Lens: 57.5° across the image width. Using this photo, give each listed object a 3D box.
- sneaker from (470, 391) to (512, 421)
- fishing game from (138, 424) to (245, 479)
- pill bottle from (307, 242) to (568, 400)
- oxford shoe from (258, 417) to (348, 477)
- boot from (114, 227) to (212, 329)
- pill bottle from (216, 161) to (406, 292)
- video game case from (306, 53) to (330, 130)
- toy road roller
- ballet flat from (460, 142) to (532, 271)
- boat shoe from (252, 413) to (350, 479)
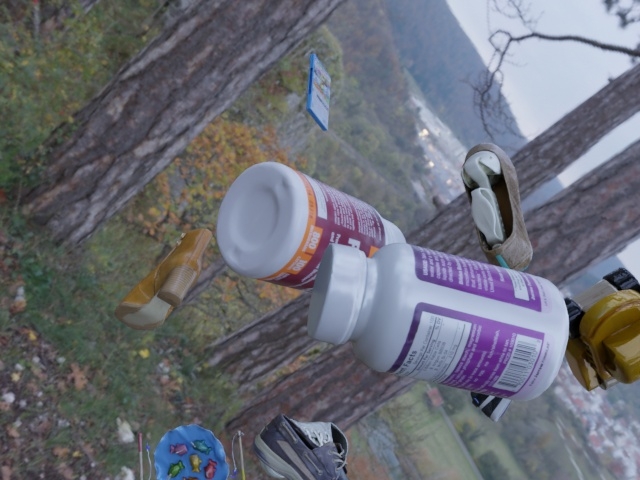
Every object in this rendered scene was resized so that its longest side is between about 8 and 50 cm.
[{"bbox_3d":[0.494,0.378,1.610,0.121,0.216,0.079,36,3,31],"label":"sneaker"},{"bbox_3d":[-0.304,0.523,1.348,0.041,0.264,0.189,-10,99,-81],"label":"fishing game"},{"bbox_3d":[0.142,0.098,0.757,0.302,0.169,0.169,14,31,-8],"label":"pill bottle"},{"bbox_3d":[-0.043,0.614,1.750,0.449,0.130,0.169,32,49,-58],"label":"oxford shoe"},{"bbox_3d":[-0.375,0.093,1.427,0.104,0.295,0.211,41,45,-23],"label":"boot"},{"bbox_3d":[0.000,0.000,1.209,0.392,0.224,0.224,19,39,-48],"label":"pill bottle"},{"bbox_3d":[-0.004,-0.395,1.559,0.119,0.015,0.166,39,51,-60],"label":"video game case"},{"bbox_3d":[0.706,0.251,1.363,0.329,0.203,0.240,58,4,-32],"label":"toy road roller"},{"bbox_3d":[0.345,-0.092,1.204,0.124,0.116,0.342,29,48,-41],"label":"ballet flat"},{"bbox_3d":[0.000,0.554,1.426,0.355,0.130,0.132,31,-5,14],"label":"boat shoe"}]
